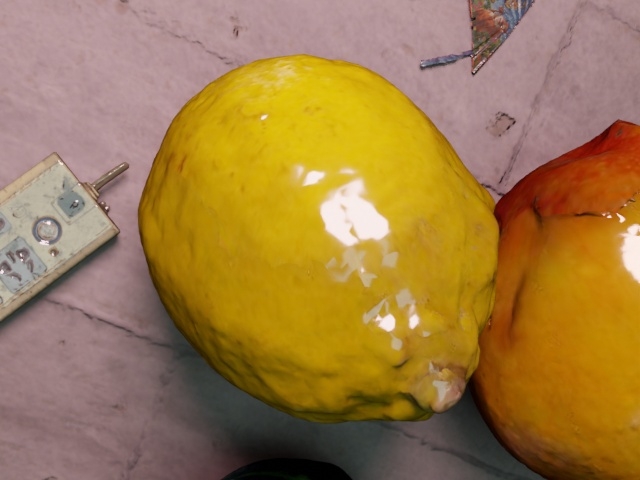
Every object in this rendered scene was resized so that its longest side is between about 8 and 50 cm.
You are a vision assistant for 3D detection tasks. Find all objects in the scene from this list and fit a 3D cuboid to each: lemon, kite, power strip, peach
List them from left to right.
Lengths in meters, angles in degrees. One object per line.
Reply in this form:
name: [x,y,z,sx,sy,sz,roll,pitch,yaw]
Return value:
power strip: [-0.278,0.012,0.685,0.268,0.034,0.092,-38,104,-9]
lemon: [-0.004,-0.005,0.612,0.285,0.316,0.286,-1,95,-15]
kite: [0.162,-0.262,0.791,0.160,0.010,0.183,-9,101,-18]
peach: [0.304,0.076,0.716,0.372,0.290,0.373,4,115,8]

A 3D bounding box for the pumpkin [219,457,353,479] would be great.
pumpkin: [-0.052,0.331,0.703,0.248,0.248,0.248,-2,96,-15]
